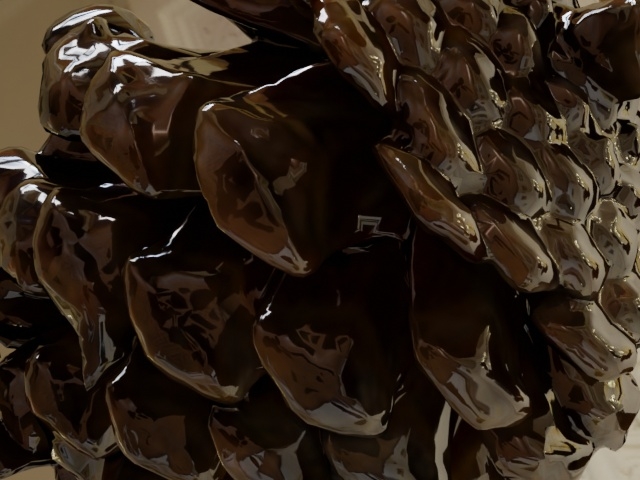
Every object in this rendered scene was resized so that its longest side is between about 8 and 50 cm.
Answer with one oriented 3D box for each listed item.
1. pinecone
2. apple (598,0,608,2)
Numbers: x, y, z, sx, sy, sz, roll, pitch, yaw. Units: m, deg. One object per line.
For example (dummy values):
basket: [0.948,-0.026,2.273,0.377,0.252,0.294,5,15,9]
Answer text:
pinecone: [0.000,0.000,0.430,0.272,0.224,0.224,-38,-118,33]
apple: [0.328,-0.212,0.936,0.233,0.286,0.286,-1,-107,-15]
